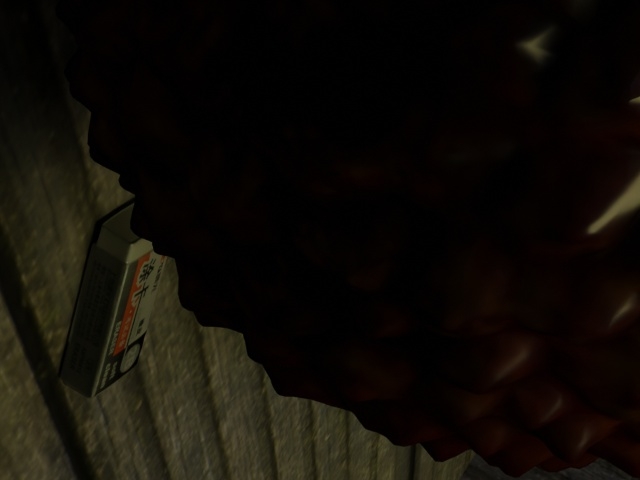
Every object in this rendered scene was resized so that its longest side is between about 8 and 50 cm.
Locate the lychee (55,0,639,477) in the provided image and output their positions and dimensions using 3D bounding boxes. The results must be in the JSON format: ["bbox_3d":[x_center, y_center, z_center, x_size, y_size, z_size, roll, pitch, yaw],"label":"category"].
[{"bbox_3d":[0.086,-0.118,0.733,0.424,0.425,0.500,-65,-153,15],"label":"lychee"}]

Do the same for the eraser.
[{"bbox_3d":[-0.122,0.035,1.000,0.052,0.029,0.122,-39,153,-53],"label":"eraser"}]
